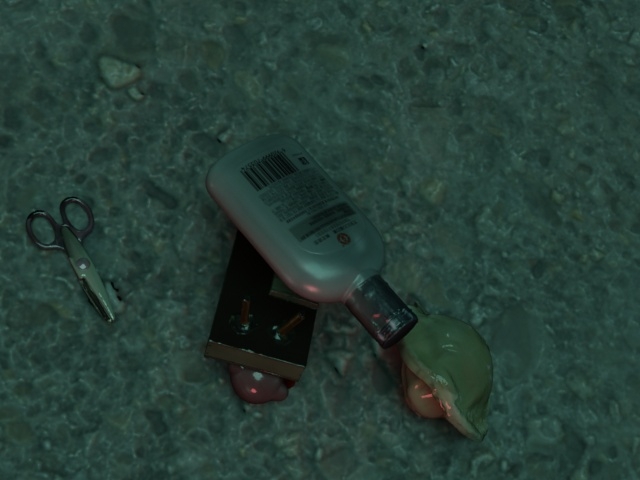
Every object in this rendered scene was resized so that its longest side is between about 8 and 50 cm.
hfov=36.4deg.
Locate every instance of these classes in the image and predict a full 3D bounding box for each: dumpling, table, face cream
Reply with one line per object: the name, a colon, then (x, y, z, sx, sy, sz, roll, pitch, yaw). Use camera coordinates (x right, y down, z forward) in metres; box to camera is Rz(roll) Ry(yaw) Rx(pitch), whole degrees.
dumpling: (0.151, 0.163, 1.230, 0.136, 0.118, 0.199, 8, 49, -55)
table: (-0.051, 0.033, 1.202, 0.122, 0.111, 0.240, 16, 52, -7)
face cream: (0.000, 0.000, 1.124, 0.144, 0.071, 0.291, -30, 68, -35)

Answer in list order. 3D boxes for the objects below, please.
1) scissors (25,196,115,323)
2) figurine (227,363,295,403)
scissors: (-0.302, 0.028, 1.231, 0.085, 0.022, 0.176, -26, 77, -23)
figurine: (-0.076, 0.170, 1.211, 0.083, 0.067, 0.071, 43, 31, 3)
